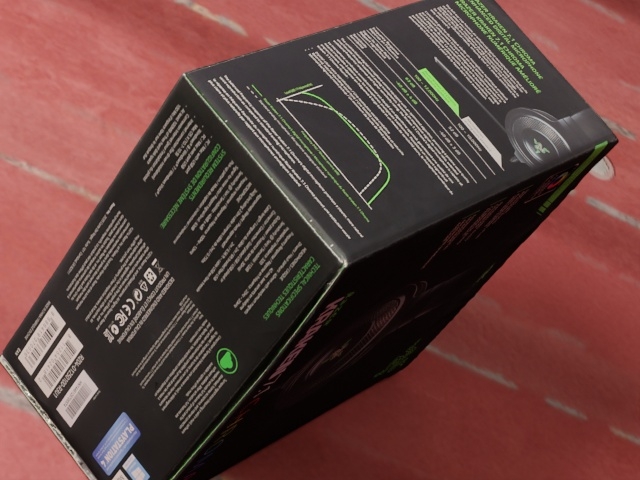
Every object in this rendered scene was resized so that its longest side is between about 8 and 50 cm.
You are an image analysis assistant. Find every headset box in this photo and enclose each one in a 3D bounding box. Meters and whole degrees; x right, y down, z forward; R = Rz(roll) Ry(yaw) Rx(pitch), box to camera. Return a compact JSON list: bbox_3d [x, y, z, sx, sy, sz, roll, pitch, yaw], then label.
[{"bbox_3d":[0.000,0.000,1.000,0.131,0.246,0.283,50,40,13],"label":"headset box"}]
